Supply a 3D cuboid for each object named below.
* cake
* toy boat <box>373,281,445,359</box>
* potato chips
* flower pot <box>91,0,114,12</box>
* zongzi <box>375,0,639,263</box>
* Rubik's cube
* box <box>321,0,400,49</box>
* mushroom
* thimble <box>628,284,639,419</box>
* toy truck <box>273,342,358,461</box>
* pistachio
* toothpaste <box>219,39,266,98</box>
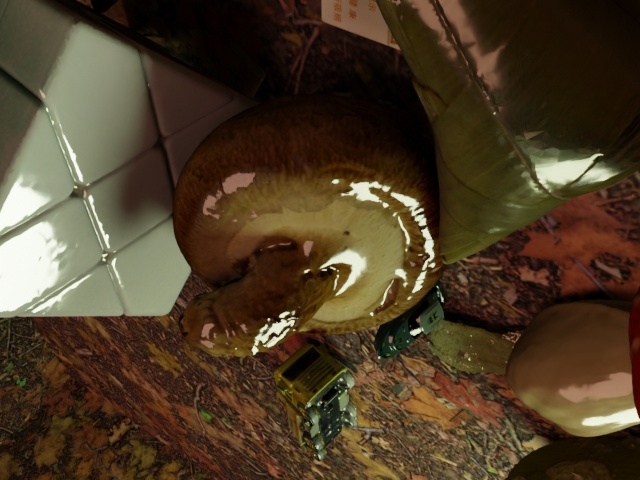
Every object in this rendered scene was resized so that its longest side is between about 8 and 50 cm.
[{"bbox_3d":[0.371,0.367,0.850,0.156,0.179,0.260,47,144,-8],"label":"cake"},{"bbox_3d":[0.119,0.110,0.855,0.060,0.141,0.055,17,140,46],"label":"toy boat"},{"bbox_3d":[0.225,0.151,0.900,0.142,0.026,0.209,43,150,-6],"label":"potato chips"},{"bbox_3d":[-0.239,-0.380,0.585,0.267,0.267,0.266,46,148,-24],"label":"flower pot"},{"bbox_3d":[0.107,-0.106,0.534,0.273,0.145,0.300,33,138,-15],"label":"zongzi"},{"bbox_3d":[-0.315,-0.119,0.757,0.316,0.322,0.318,33,-169,28],"label":"Rubik's cube"},{"bbox_3d":[0.097,-0.229,0.590,0.220,0.032,0.122,27,146,22],"label":"box"},{"bbox_3d":[-0.003,-0.020,0.729,0.239,0.345,0.345,67,152,19],"label":"mushroom"},{"bbox_3d":[0.401,0.115,0.396,0.350,0.350,0.230,44,149,-1],"label":"thimble"},{"bbox_3d":[-0.020,0.318,1.263,0.157,0.124,0.272,36,151,29],"label":"toy truck"},{"bbox_3d":[0.310,0.144,0.711,0.223,0.126,0.152,-17,79,53],"label":"pistachio"},{"bbox_3d":[-0.127,-0.186,0.875,0.067,0.043,0.194,47,142,9],"label":"toothpaste"}]
